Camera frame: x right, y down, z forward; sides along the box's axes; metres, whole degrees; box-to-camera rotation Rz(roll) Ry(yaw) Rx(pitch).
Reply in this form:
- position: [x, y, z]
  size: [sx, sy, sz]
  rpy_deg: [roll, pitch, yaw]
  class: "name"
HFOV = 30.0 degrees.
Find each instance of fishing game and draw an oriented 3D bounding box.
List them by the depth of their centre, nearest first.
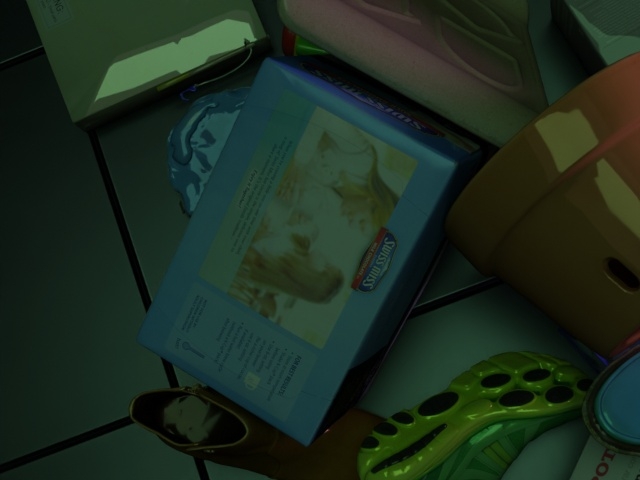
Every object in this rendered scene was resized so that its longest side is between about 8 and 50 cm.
- position: [-0.098, -0.098, 1.482]
  size: [0.189, 0.041, 0.264]
  rpy_deg: [-29, 86, 5]
  class: "fishing game"

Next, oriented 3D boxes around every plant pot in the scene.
- position: [0.299, -0.020, 1.201]
  size: [0.291, 0.291, 0.203]
  rpy_deg: [-37, 74, 0]
  class: "plant pot"

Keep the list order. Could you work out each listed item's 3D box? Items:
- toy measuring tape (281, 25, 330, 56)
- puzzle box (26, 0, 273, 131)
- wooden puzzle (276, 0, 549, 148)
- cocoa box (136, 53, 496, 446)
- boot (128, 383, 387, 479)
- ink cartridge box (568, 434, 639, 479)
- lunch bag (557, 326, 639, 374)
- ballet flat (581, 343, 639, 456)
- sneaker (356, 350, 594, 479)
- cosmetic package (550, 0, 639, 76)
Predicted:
- position: [0.030, -0.296, 1.493]
  size: [0.121, 0.121, 0.330]
  rpy_deg: [13, 58, 11]
  class: "toy measuring tape"
- position: [-0.260, -0.376, 1.558]
  size: [0.272, 0.052, 0.409]
  rpy_deg: [-23, 76, 4]
  class: "puzzle box"
- position: [0.098, -0.242, 1.330]
  size: [0.322, 0.348, 0.080]
  rpy_deg: [27, 124, -13]
  class: "wooden puzzle"
- position: [0.000, 0.000, 1.296]
  size: [0.231, 0.228, 0.347]
  rpy_deg: [30, 107, 12]
  class: "cocoa box"
- position: [-0.052, 0.220, 1.326]
  size: [0.295, 0.211, 0.104]
  rpy_deg: [7, 81, 9]
  class: "boot"
- position: [0.381, 0.346, 1.197]
  size: [0.306, 0.131, 0.226]
  rpy_deg: [15, 68, 41]
  class: "ink cartridge box"
- position: [0.367, 0.112, 1.349]
  size: [0.129, 0.096, 0.151]
  rpy_deg: [-46, 105, -2]
  class: "lunch bag"
- position: [0.415, 0.137, 1.274]
  size: [0.348, 0.123, 0.123]
  rpy_deg: [-27, 75, -18]
  class: "ballet flat"
- position: [0.178, 0.220, 1.357]
  size: [0.295, 0.123, 0.109]
  rpy_deg: [-22, 40, -11]
  class: "sneaker"
- position: [0.369, -0.211, 1.395]
  size: [0.107, 0.127, 0.238]
  rpy_deg: [-27, 75, 5]
  class: "cosmetic package"
